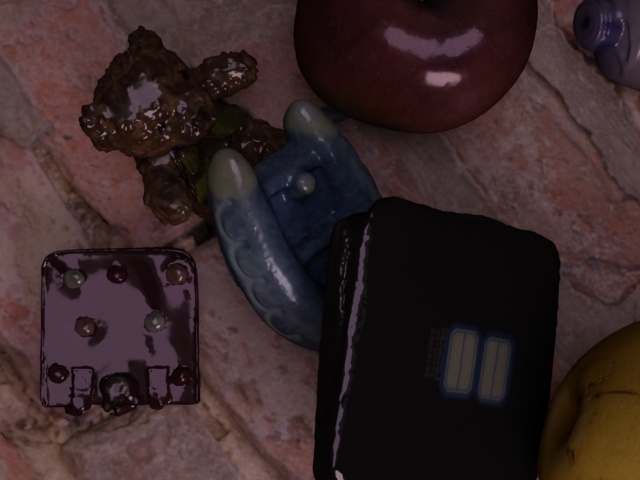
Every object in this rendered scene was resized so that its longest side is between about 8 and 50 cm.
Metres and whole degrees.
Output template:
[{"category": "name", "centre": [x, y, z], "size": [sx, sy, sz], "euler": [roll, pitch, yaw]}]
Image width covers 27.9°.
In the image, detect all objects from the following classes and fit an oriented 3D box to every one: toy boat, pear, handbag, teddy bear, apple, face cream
[{"category": "toy boat", "centre": [0.000, 0.000, 1.569], "size": [0.215, 0.123, 0.329], "euler": [-35, 118, -28]}, {"category": "pear", "centre": [0.431, 0.253, 1.537], "size": [0.349, 0.348, 0.348], "euler": [1, 83, -4]}, {"category": "handbag", "centre": [-0.255, 0.114, 1.629], "size": [0.203, 0.074, 0.216], "euler": [-1, 83, -4]}, {"category": "teddy bear", "centre": [-0.132, -0.124, 1.594], "size": [0.296, 0.222, 0.246], "euler": [27, 79, -1]}, {"category": "apple", "centre": [0.120, -0.268, 1.621], "size": [0.306, 0.235, 0.305], "euler": [1, 71, -3]}, {"category": "face cream", "centre": [0.541, -0.285, 1.738], "size": [0.421, 0.137, 0.234], "euler": [-1, 81, -16]}]

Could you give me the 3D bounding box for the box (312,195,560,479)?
[{"category": "box", "centre": [0.144, 0.142, 1.564], "size": [0.350, 0.091, 0.359], "euler": [9, 84, -38]}]

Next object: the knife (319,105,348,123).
[{"category": "knife", "centre": [0.065, -0.179, 1.720], "size": [0.210, 0.015, 0.028], "euler": [-14, 78, -7]}]
